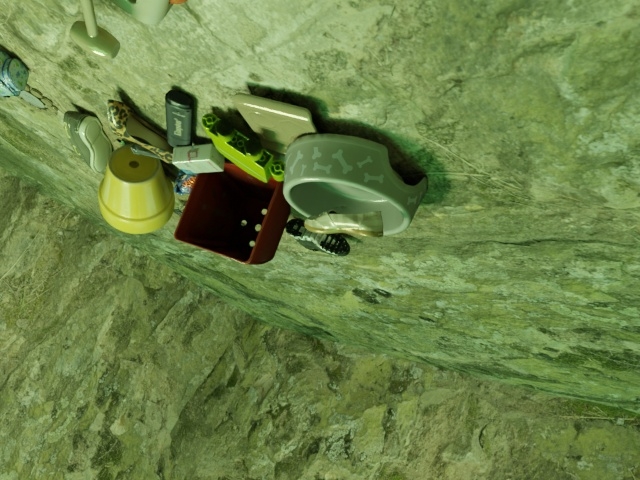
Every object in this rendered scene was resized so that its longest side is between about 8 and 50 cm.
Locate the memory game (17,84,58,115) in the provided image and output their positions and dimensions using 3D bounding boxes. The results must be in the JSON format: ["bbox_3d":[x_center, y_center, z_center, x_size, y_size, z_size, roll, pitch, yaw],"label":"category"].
[{"bbox_3d":[-0.956,-0.472,1.826,0.186,0.012,0.186,21,162,7],"label":"memory game"}]

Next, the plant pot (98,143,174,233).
[{"bbox_3d":[-0.621,-0.188,1.864,0.254,0.254,0.239,24,146,0],"label":"plant pot"}]

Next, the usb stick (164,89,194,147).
[{"bbox_3d":[-0.377,-0.315,1.477,0.077,0.045,0.278,25,161,-7],"label":"usb stick"}]

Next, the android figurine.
[{"bbox_3d":[-0.193,-0.227,1.409,0.248,0.056,0.273,34,175,3],"label":"android figurine"}]

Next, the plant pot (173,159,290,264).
[{"bbox_3d":[-0.235,-0.068,1.685,0.267,0.267,0.236,17,173,21],"label":"plant pot"}]

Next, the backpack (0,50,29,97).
[{"bbox_3d":[-0.908,-0.485,1.595,0.084,0.105,0.114,-5,153,13],"label":"backpack"}]

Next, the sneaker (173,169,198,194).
[{"bbox_3d":[-0.417,-0.191,1.803,0.083,0.087,0.221,32,160,-24],"label":"sneaker"}]

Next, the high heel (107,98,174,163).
[{"bbox_3d":[-0.488,-0.314,1.583,0.186,0.093,0.261,11,158,10],"label":"high heel"}]

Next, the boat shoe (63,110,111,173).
[{"bbox_3d":[-0.780,-0.330,1.856,0.091,0.109,0.305,25,156,1],"label":"boat shoe"}]

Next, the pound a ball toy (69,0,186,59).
[{"bbox_3d":[-0.259,-0.405,0.821,0.135,0.208,0.319,31,160,-17],"label":"pound a ball toy"}]

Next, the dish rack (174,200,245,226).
[{"bbox_3d":[-0.450,-0.086,2.165,0.271,0.074,0.208,9,155,44],"label":"dish rack"}]

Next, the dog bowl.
[{"bbox_3d":[0.071,-0.115,1.298,0.348,0.102,0.349,14,162,5],"label":"dog bowl"}]

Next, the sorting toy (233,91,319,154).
[{"bbox_3d":[-0.082,-0.258,1.262,0.193,0.038,0.208,18,164,19],"label":"sorting toy"}]

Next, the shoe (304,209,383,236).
[{"bbox_3d":[0.053,-0.046,1.279,0.219,0.058,0.076,7,-167,38],"label":"shoe"}]

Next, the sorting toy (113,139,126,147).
[{"bbox_3d":[-0.669,-0.322,1.878,0.062,0.012,0.083,40,160,-26],"label":"sorting toy"}]

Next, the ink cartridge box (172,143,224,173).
[{"bbox_3d":[-0.348,-0.233,1.584,0.122,0.052,0.088,-1,165,16],"label":"ink cartridge box"}]

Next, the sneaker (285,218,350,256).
[{"bbox_3d":[0.000,0.000,1.830,0.234,0.078,0.106,21,165,21],"label":"sneaker"}]
